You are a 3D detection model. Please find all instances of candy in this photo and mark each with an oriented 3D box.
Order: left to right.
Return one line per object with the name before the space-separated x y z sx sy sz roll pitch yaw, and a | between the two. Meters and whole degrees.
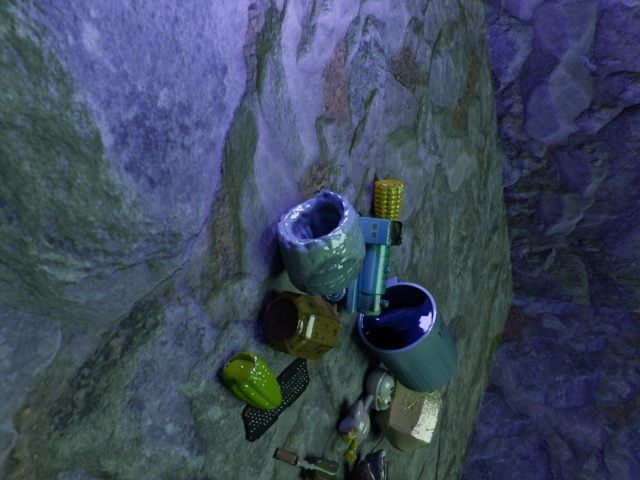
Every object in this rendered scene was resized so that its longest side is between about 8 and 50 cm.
candy | -0.143 0.334 1.127 0.097 0.096 0.209 -63 145 -29
candy | 0.220 -0.102 1.619 0.106 0.094 0.199 -100 -171 -67

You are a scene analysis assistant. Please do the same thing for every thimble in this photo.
thimble | 0.000 0.000 1.181 0.250 0.204 0.172 -81 157 -54

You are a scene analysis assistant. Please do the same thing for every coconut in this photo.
coconut | 0.321 0.641 1.793 0.233 0.233 0.245 44 56 -52

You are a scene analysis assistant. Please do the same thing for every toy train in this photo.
toy train | 0.121 0.068 1.399 0.120 0.194 0.298 2 95 -59

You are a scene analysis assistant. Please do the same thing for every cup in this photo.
cup | 0.286 0.320 1.671 0.257 0.331 0.311 -42 130 -8

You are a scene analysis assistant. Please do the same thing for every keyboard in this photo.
keyboard | -0.105 0.402 1.265 0.262 0.016 0.106 -32 122 -51

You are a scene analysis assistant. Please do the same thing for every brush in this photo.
brush | -0.040 0.634 1.383 0.301 0.071 0.084 44 43 -42

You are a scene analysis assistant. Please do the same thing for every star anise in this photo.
star anise | 0.144 0.860 1.656 0.331 0.117 0.332 -35 133 -49

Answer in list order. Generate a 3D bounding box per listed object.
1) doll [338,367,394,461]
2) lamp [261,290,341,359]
doll | 0.160 0.557 1.642 0.365 0.094 0.160 -36 128 -49
lamp | -0.045 0.208 1.202 0.185 0.161 0.161 31 69 -53
